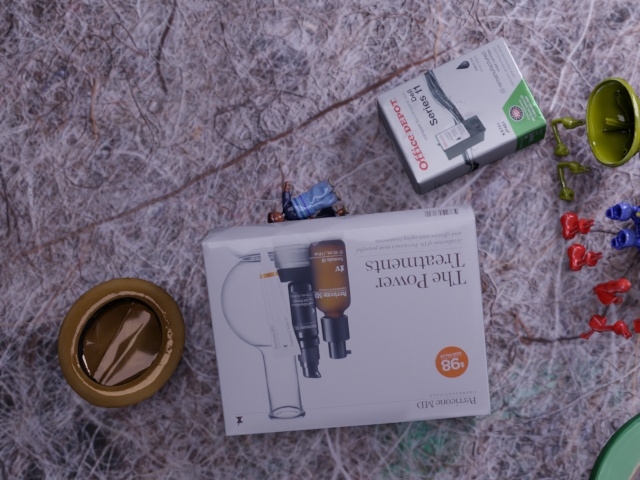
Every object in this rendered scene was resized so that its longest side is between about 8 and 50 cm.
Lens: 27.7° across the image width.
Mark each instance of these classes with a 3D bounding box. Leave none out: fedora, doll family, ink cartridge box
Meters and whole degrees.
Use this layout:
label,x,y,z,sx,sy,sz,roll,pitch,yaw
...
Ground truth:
label,x,y,z,sx,sy,sz,roll,pitch,yaw
fedora,-0.286,0.152,1.891,0.194,0.079,0.194,-1,75,2
doll family,0.000,0.000,1.896,0.111,0.076,0.193,-28,74,5
ink cartridge box,0.203,-0.180,1.896,0.208,0.087,0.153,-26,79,2

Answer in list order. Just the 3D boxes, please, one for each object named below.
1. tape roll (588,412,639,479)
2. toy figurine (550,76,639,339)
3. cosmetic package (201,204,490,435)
label,x,y,z,sx,sy,sz,roll,pitch,yaw
tape roll,0.520,0.372,1.743,0.321,0.077,0.321,-1,83,6
toy figurine,0.484,-0.036,1.849,0.217,0.191,0.363,2,71,-25
cosmetic package,0.039,0.113,1.814,0.377,0.097,0.285,-6,104,5
